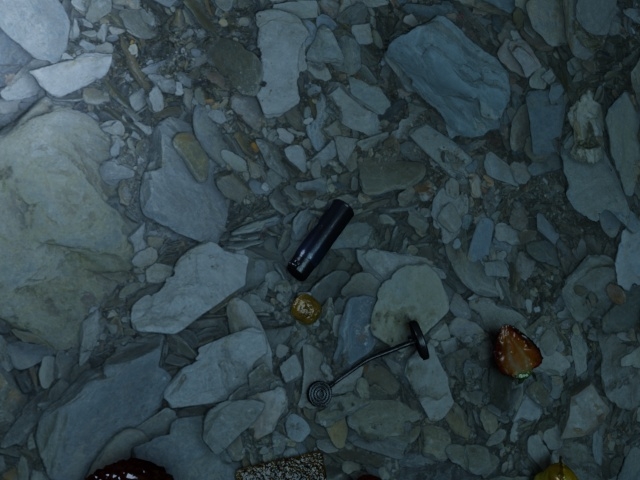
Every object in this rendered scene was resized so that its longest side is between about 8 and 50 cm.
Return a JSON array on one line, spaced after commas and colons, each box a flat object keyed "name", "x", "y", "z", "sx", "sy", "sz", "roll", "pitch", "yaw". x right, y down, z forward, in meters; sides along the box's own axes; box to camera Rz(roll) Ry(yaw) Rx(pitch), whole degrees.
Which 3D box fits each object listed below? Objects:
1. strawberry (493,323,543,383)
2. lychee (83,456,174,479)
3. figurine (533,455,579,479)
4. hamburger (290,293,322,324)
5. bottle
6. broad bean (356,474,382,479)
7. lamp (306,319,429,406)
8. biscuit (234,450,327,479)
[{"name": "strawberry", "x": 0.584, "y": 0.342, "z": 1.362, "sx": 0.192, "sy": 0.085, "sz": 0.140, "roll": 31, "pitch": 91, "yaw": -8}, {"name": "lychee", "x": -0.410, "y": 0.581, "z": 0.906, "sx": 0.264, "sy": 0.264, "sz": 0.300, "roll": -52, "pitch": 123, "yaw": -18}, {"name": "figurine", "x": 0.708, "y": 0.768, "z": 1.326, "sx": 0.156, "sy": 0.131, "sz": 0.246, "roll": 4, "pitch": 97, "yaw": 22}, {"name": "hamburger", "x": -0.038, "y": 0.185, "z": 1.204, "sx": 0.083, "sy": 0.044, "sz": 0.076, "roll": 28, "pitch": 73, "yaw": -9}, {"name": "bottle", "x": 0.000, "y": 0.000, "z": 1.232, "sx": 0.072, "sy": 0.082, "sz": 0.244, "roll": 24, "pitch": 68, "yaw": 33}, {"name": "broad bean", "x": 0.107, "y": 0.689, "z": 1.096, "sx": 0.156, "sy": 0.122, "sz": 0.228, "roll": 23, "pitch": 32, "yaw": 13}, {"name": "lamp", "x": 0.137, "y": 0.329, "z": 1.204, "sx": 0.371, "sy": 0.108, "sz": 0.130, "roll": -17, "pitch": 88, "yaw": -20}, {"name": "biscuit", "x": -0.093, "y": 0.612, "z": 1.116, "sx": 0.231, "sy": 0.025, "sz": 0.131, "roll": -5, "pitch": 69, "yaw": -19}]
